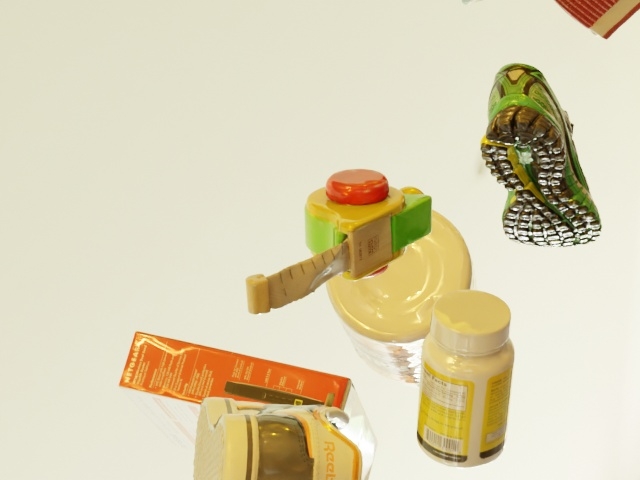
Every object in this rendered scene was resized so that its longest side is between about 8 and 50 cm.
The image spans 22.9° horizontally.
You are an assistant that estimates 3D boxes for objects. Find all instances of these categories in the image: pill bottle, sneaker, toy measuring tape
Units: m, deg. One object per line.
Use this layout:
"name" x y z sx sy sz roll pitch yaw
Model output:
"pill bottle" 0.186 0.175 2.012 0.119 0.119 0.208 -41 -38 -48
"pill bottle" 0.142 0.102 2.512 0.224 0.224 0.392 -65 -16 -13
"sneaker" 0.306 -0.106 2.134 0.343 0.134 0.146 65 -152 -52
"sneaker" -0.044 0.204 1.399 0.321 0.127 0.126 163 110 -79
"toy measuring tape" 0.000 0.000 1.670 0.330 0.121 0.121 -26 -49 -47

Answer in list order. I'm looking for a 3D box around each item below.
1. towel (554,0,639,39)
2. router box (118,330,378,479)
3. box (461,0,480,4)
"towel" 0.377 -0.460 2.245 0.237 0.329 0.037 -43 28 20
"router box" -0.090 0.242 2.192 0.335 0.301 0.082 69 -146 -67
"box" 0.239 -0.262 1.341 0.100 0.244 0.060 -161 55 -79
